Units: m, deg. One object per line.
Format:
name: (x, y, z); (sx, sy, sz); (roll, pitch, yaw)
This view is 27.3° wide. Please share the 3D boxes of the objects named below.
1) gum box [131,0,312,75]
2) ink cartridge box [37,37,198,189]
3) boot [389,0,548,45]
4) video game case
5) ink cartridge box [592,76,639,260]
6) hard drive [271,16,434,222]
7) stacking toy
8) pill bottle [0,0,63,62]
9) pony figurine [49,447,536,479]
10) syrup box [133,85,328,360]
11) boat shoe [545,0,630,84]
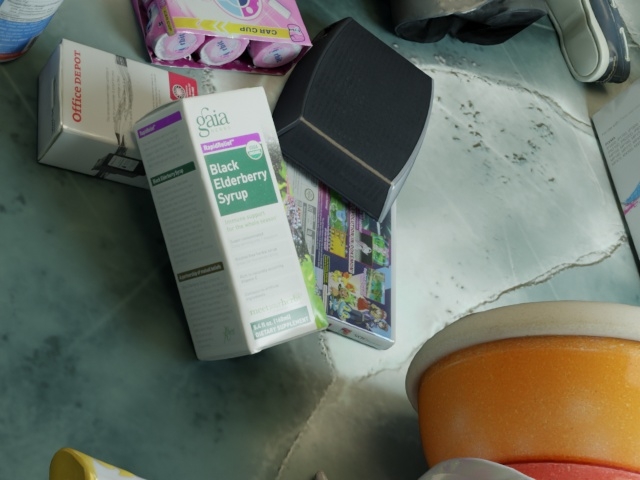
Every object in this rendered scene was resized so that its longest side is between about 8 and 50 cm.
gum box: (-0.114, -0.246, 1.434); (0.188, 0.062, 0.107); (-1, 61, -38)
ink cartridge box: (-0.196, -0.118, 1.279); (0.150, 0.063, 0.109); (14, 54, -31)
boot: (0.077, -0.465, 1.660); (0.367, 0.146, 0.445); (-7, 85, -19)
video game case: (0.000, 0.000, 1.381); (0.183, 0.023, 0.201); (23, 48, -24)
ink cartridge box: (0.514, -0.057, 1.746); (0.226, 0.131, 0.306); (9, 57, -33)
hard drive: (0.045, -0.147, 1.477); (0.172, 0.054, 0.255); (36, 38, -10)
stacking toy: (0.224, 0.323, 1.145); (0.350, 0.350, 0.480); (23, 59, -24)
pill bottle: (-0.277, -0.273, 1.210); (0.124, 0.221, 0.124); (20, 50, -26)
pony figurine: (0.010, 0.274, 1.011); (0.363, 0.303, 0.351); (10, 17, -46)
syrup box: (-0.084, -0.016, 1.220); (0.093, 0.096, 0.237); (-15, 91, -38)
boat shoe: (0.377, -0.336, 1.859); (0.079, 0.095, 0.254); (3, 60, -35)
